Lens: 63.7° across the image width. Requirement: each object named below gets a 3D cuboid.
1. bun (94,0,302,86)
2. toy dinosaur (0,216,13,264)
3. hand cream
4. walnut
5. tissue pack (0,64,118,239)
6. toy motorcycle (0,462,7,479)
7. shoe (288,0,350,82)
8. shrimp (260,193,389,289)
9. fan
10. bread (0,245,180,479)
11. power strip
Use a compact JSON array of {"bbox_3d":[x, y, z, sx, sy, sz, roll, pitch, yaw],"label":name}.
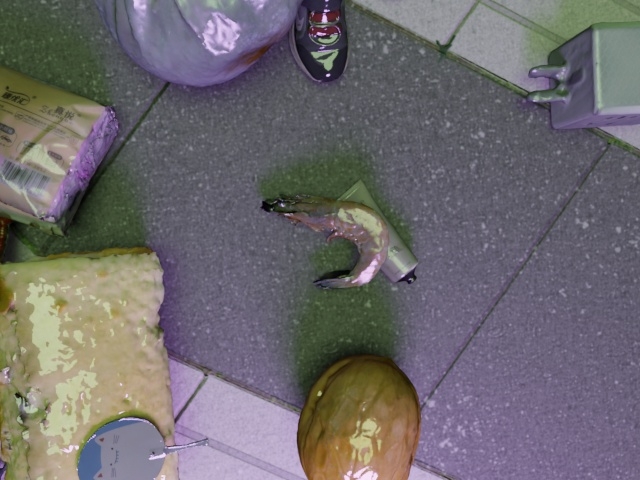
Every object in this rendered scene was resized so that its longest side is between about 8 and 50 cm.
[{"bbox_3d":[-0.181,-0.398,0.708,0.361,0.211,0.362,4,103,16],"label":"bun"},{"bbox_3d":[-0.529,0.075,0.796,0.206,0.113,0.327,-38,106,-28],"label":"toy dinosaur"},{"bbox_3d":[0.093,-0.004,0.854,0.087,0.054,0.186,-41,87,3],"label":"hand cream"},{"bbox_3d":[0.061,0.281,0.785,0.195,0.195,0.222,23,80,-5],"label":"walnut"},{"bbox_3d":[-0.466,-0.145,0.757,0.256,0.123,0.215,20,72,-6],"label":"tissue pack"},{"bbox_3d":[-0.564,0.336,0.781,0.106,0.159,0.270,-20,77,-13],"label":"toy motorcycle"},{"bbox_3d":[-0.004,-0.368,0.801,0.099,0.112,0.228,-8,91,-5],"label":"shoe"},{"bbox_3d":[0.000,0.000,0.838,0.219,0.046,0.152,16,105,10],"label":"shrimp"},{"bbox_3d":[-0.239,0.295,0.711,0.175,0.005,0.113,0,93,-30],"label":"fan"},{"bbox_3d":[-0.342,0.201,0.750,0.236,0.165,0.376,-4,91,-27],"label":"bread"},{"bbox_3d":[0.449,-0.259,0.824,0.224,0.140,0.139,-4,94,-5],"label":"power strip"}]
